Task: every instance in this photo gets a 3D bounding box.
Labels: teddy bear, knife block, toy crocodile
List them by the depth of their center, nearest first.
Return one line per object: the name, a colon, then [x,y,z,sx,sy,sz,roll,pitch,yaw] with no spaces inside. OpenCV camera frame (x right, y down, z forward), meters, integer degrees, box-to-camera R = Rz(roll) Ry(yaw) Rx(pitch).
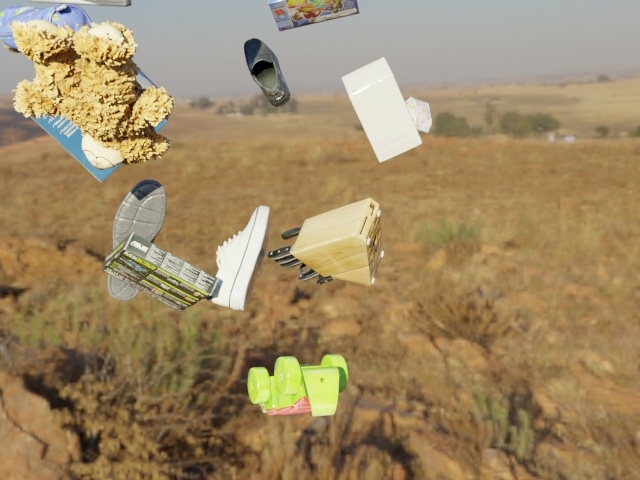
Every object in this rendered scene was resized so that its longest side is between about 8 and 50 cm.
teddy bear: [-0.329,-0.203,1.303,0.245,0.113,0.338,8,-24,-13]
toy crocodile: [-0.043,0.263,1.563,0.115,0.105,0.340,1,-15,-24]
knife block: [0.000,0.000,1.791,0.242,0.088,0.275,14,-27,14]

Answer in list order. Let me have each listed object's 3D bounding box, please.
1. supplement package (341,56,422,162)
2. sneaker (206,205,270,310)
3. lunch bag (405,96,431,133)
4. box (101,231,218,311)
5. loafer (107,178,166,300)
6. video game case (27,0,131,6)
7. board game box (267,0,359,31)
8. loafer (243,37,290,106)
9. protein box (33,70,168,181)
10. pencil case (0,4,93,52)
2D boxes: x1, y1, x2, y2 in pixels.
supplement package: [0.132,-0.281,1.926,0.105,0.179,0.105,-24,34,8]
sneaker: [-0.165,0.024,1.823,0.091,0.094,0.258,12,49,5]
lunch bag: [0.251,-0.325,2.352,0.071,0.083,0.053,9,-28,-42]
box: [-0.320,0.066,1.759,0.191,0.045,0.184,30,-28,-16]
loafer: [-0.440,-0.010,2.121,0.109,0.302,0.095,15,13,-12]
video game case: [-0.402,-0.519,1.431,0.196,0.274,0.026,8,24,20]
board game box: [-0.015,-0.558,2.101,0.201,0.035,0.136,-11,-17,5]
loafer: [-0.137,-0.424,2.192,0.076,0.223,0.078,-30,-32,6]
protein box: [-0.450,-0.273,1.849,0.200,0.201,0.136,-40,21,14]
pencil case: [-0.678,-0.514,2.178,0.133,0.119,0.306,-16,20,-42]
